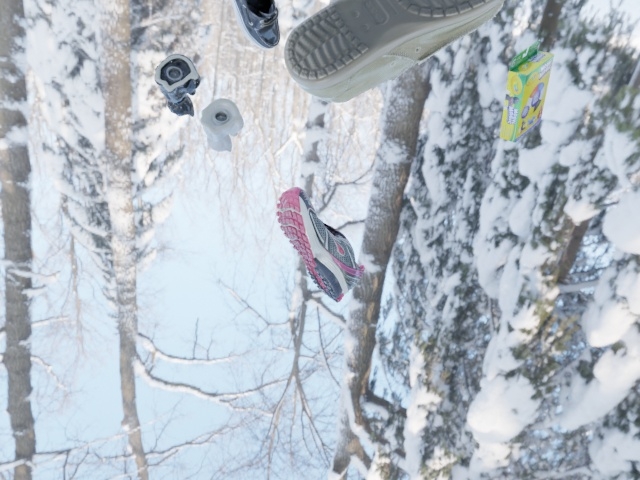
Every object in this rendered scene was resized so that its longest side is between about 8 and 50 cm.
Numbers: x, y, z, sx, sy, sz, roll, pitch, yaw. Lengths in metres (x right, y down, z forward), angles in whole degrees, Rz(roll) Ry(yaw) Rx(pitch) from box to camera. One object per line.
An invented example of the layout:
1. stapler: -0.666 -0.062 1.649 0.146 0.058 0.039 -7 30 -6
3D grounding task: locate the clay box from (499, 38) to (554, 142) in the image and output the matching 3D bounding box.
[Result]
1. clay box: 0.526 -0.378 1.182 0.127 0.222 0.053 -38 -129 -23

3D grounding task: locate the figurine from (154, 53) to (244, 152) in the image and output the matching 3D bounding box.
1. figurine: -0.282 -0.302 1.096 0.215 0.092 0.209 43 166 -6

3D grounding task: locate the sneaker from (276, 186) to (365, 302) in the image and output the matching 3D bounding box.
1. sneaker: 0.000 0.000 1.040 0.112 0.299 0.120 -40 -143 -17

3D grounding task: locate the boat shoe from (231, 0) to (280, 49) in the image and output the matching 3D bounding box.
1. boat shoe: -0.118 -0.452 0.887 0.076 0.228 0.080 37 -103 27

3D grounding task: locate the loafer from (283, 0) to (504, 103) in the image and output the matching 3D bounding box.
1. loafer: 0.086 -0.237 0.507 0.268 0.102 0.092 -26 171 1
